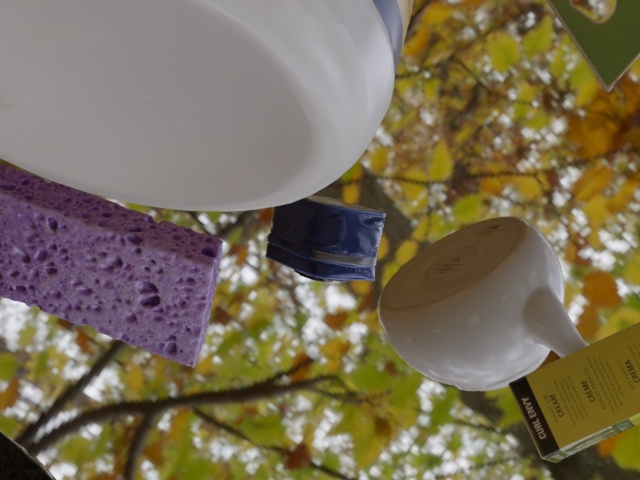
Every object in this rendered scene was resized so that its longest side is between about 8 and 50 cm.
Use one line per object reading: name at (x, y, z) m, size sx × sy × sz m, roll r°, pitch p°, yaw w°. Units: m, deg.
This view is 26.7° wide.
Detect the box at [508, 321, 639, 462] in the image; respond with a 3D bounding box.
box at (0.244, 0.074, 0.890) m, size 0.232 × 0.087 × 0.058 m, roll -27°, pitch -107°, yaw 9°

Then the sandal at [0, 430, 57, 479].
sandal at (-0.250, 0.194, 0.915) m, size 0.167 × 0.107 × 0.446 m, roll -36°, pitch -128°, yaw -8°

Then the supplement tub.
supplement tub at (-0.054, -0.196, 0.579) m, size 0.228 × 0.228 × 0.316 m, roll -11°, pitch -124°, yaw 44°

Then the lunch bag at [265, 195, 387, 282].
lunch bag at (0.000, 0.000, 1.063) m, size 0.098 × 0.067 × 0.065 m, roll 18°, pitch -82°, yaw 57°

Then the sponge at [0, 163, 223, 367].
sponge at (-0.177, 0.013, 0.968) m, size 0.117 × 0.210 × 0.031 m, roll 106°, pitch 4°, yaw -47°

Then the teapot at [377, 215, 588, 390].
teapot at (0.205, 0.103, 1.697) m, size 0.252 × 0.187 × 0.256 m, roll -27°, pitch -163°, yaw 14°

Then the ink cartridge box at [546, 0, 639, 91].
ink cartridge box at (0.255, -0.235, 0.937) m, size 0.235 × 0.056 × 0.171 m, roll -54°, pitch -140°, yaw 32°
